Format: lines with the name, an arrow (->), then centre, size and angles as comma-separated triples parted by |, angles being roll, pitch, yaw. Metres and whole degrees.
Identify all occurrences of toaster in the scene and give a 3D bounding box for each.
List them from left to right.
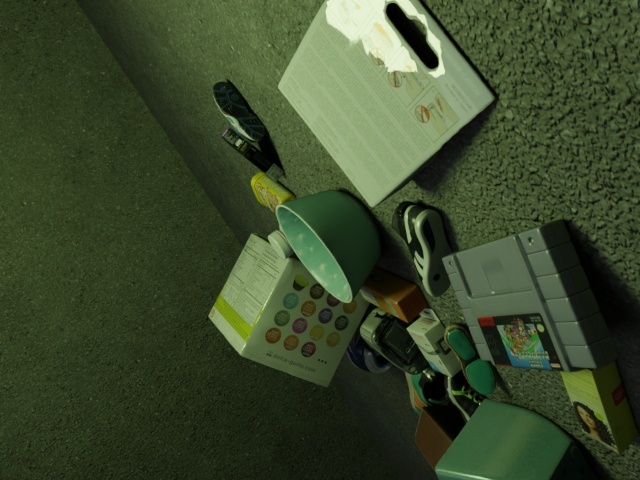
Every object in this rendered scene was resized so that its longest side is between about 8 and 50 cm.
toaster -> 0.207, 0.274, 1.704 | 0.227, 0.129, 0.146 | 38, 171, -12

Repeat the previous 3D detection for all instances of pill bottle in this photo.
pill bottle -> -0.054, -0.032, 1.741 | 0.112, 0.187, 0.112 | 49, 165, 18

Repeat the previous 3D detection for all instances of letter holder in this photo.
letter holder -> 0.398, 0.639, 1.687 | 0.302, 0.152, 0.214 | -137, 55, -59

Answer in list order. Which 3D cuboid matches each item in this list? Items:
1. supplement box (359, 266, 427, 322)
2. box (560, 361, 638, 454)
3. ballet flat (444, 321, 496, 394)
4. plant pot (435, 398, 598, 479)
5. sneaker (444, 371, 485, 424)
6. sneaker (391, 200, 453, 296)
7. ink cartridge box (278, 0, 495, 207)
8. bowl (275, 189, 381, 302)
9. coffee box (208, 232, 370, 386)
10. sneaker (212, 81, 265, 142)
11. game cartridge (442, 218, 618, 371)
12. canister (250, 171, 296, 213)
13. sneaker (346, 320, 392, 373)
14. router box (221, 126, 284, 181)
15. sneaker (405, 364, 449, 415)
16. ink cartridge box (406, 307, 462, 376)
supplement box -> 0.184, 0.140, 1.626 | 0.080, 0.078, 0.233 | 58, 165, -26
box -> 0.480, 0.264, 1.048 | 0.087, 0.058, 0.232 | 26, 149, 60
ballet flat -> 0.362, 0.278, 1.452 | 0.206, 0.073, 0.067 | 60, -169, -15
plant pot -> 0.469, 0.541, 1.368 | 0.248, 0.247, 0.252 | 57, 148, -12
sneaker -> 0.424, 0.437, 1.616 | 0.097, 0.084, 0.234 | -25, 100, 42
sneaker -> 0.212, 0.008, 1.268 | 0.121, 0.079, 0.217 | 39, 151, 52
ink cartridge box -> 0.105, -0.266, 1.022 | 0.308, 0.091, 0.385 | 53, 148, 4
bowl -> 0.041, -0.007, 1.559 | 0.311, 0.163, 0.311 | 49, 164, 19
coffee box -> -0.104, 0.216, 1.959 | 0.338, 0.334, 0.338 | 27, 180, -29
sneaker -> -0.250, -0.373, 1.779 | 0.211, 0.080, 0.081 | 54, 163, -2
game cartridge -> 0.334, 0.107, 1.031 | 0.355, 0.068, 0.230 | 142, 112, -75
canister -> -0.147, -0.141, 2.001 | 0.170, 0.073, 0.126 | 39, 160, 38
sneaker -> 0.140, 0.320, 2.100 | 0.322, 0.130, 0.236 | 60, 154, -8
router box -> -0.207, -0.263, 1.840 | 0.133, 0.046, 0.179 | 41, -177, 36
sneaker -> 0.344, 0.481, 1.840 | 0.121, 0.108, 0.302 | 41, 159, 53
ink cartridge box -> 0.297, 0.265, 1.590 | 0.180, 0.060, 0.104 | 56, 165, -10
